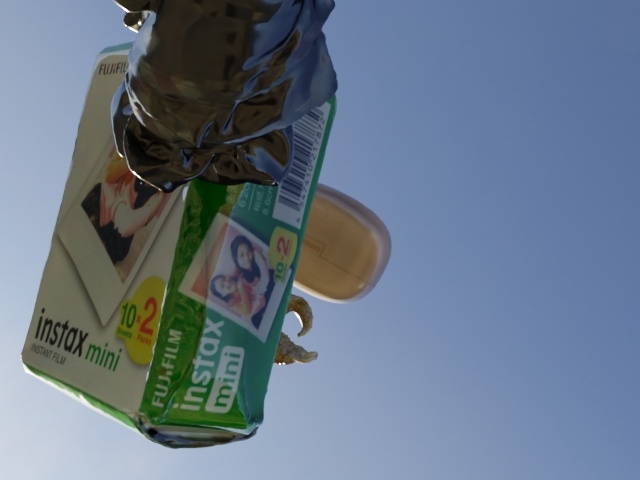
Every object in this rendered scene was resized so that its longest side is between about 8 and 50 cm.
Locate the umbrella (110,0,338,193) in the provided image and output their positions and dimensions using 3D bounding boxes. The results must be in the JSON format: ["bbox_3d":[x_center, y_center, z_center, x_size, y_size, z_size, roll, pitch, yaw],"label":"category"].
[{"bbox_3d":[-0.024,-0.122,0.306,0.122,0.110,0.272,35,-35,-2],"label":"umbrella"}]

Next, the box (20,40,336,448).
[{"bbox_3d":[-0.094,-0.006,0.526,0.180,0.103,0.249,7,-98,47],"label":"box"}]

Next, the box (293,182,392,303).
[{"bbox_3d":[0.000,0.000,1.107,0.200,0.088,0.145,28,-88,24],"label":"box"}]

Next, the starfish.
[{"bbox_3d":[-0.091,0.108,0.953,0.210,0.150,0.053,18,-29,34],"label":"starfish"}]
